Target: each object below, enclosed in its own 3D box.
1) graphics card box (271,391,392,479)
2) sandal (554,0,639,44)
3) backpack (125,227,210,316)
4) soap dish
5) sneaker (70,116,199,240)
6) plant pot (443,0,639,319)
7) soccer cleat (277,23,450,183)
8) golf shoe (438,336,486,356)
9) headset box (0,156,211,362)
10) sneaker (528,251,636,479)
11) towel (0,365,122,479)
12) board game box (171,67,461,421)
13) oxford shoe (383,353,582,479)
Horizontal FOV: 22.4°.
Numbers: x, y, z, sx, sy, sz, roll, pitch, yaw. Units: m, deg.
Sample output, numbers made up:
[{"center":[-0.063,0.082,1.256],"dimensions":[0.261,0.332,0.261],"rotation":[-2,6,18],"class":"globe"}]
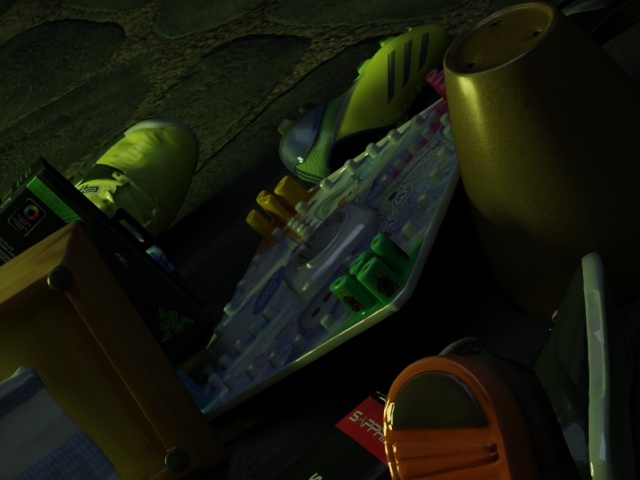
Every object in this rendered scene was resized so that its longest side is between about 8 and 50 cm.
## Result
[{"center":[-0.027,0.318,1.184],"dimensions":[0.371,0.232,0.094],"rotation":[-38,29,-12],"class":"graphics card box"},{"center":[0.344,-0.288,1.955],"dimensions":[0.254,0.054,0.097],"rotation":[-28,28,9],"class":"sandal"},{"center":[-0.240,0.088,1.888],"dimensions":[0.173,0.117,0.158],"rotation":[-41,28,-9],"class":"backpack"},{"center":[-0.261,0.163,1.603],"dimensions":[0.229,0.291,0.118],"rotation":[-32,7,0],"class":"soap dish"},{"center":[-0.276,0.007,2.021],"dimensions":[0.384,0.145,0.147],"rotation":[-51,24,-11],"class":"sneaker"},{"center":[0.227,-0.097,1.562],"dimensions":[0.237,0.254,0.237],"rotation":[-24,28,14],"class":"plant pot"},{"center":[0.075,-0.164,2.028],"dimensions":[0.289,0.093,0.121],"rotation":[-40,59,-23],"class":"soccer cleat"},{"center":[0.091,0.157,1.500],"dimensions":[0.086,0.069,0.176],"rotation":[-8,35,48],"class":"golf shoe"},{"center":[-0.291,0.083,1.732],"dimensions":[0.283,0.246,0.131],"rotation":[-46,14,-2],"class":"headset box"},{"center":[0.191,0.124,1.402],"dimensions":[0.147,0.104,0.295],"rotation":[-14,37,21],"class":"sneaker"},{"center":[-0.249,0.263,1.443],"dimensions":[0.209,0.285,0.034],"rotation":[-34,-14,-38],"class":"towel"},{"center":[0.000,0.000,1.726],"dimensions":[0.390,0.050,0.390],"rotation":[-33,21,41],"class":"board game box"},{"center":[0.153,0.250,1.090],"dimensions":[0.130,0.363,0.133],"rotation":[-17,-10,38],"class":"oxford shoe"}]
